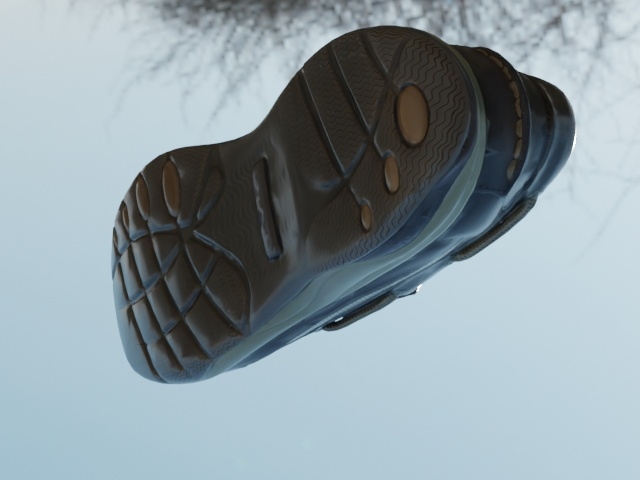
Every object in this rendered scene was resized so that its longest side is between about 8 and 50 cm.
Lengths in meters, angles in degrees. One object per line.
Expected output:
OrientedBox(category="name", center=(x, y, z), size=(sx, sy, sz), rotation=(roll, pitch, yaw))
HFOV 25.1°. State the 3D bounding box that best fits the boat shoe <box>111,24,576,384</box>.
OrientedBox(category="boat shoe", center=(0.000, 0.000, 0.771), size=(0.130, 0.132, 0.355), rotation=(2, 165, -33))
